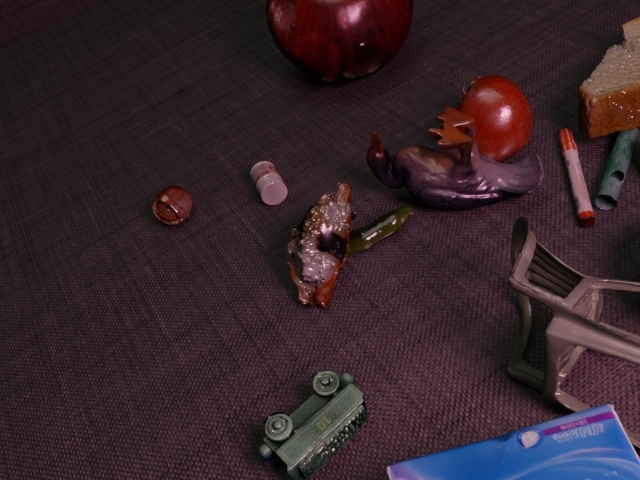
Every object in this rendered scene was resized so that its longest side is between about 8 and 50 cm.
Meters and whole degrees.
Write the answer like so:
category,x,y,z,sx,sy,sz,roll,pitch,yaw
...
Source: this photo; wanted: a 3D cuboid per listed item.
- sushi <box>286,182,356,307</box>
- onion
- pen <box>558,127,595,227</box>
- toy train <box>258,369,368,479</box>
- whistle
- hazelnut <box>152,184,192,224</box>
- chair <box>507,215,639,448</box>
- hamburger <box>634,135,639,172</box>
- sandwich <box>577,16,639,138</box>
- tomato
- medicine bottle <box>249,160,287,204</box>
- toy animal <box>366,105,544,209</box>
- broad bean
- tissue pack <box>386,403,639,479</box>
category,x,y,z,sx,sy,sz,roll,pitch,yaw
sushi,-0.001,-0.002,1.143,0.097,0.103,0.225,13,70,13
onion,0.047,-0.514,1.548,0.342,0.341,0.341,-11,43,11
pen,0.443,-0.114,1.170,0.028,0.028,0.239,-7,45,15
toy train,-0.004,0.259,0.945,0.172,0.070,0.099,-39,52,-19
whistle,0.507,-0.126,1.150,0.039,0.039,0.186,11,51,30
hazelnut,-0.306,-0.072,1.400,0.087,0.086,0.086,-11,43,11
chair,0.336,0.104,0.871,0.275,0.203,0.190,22,53,31
hamburger,0.556,-0.138,1.107,0.054,0.084,0.121,-17,41,8
sandwich,0.577,-0.306,1.230,0.289,0.099,0.254,-16,42,2
tomato,0.317,-0.222,1.248,0.167,0.167,0.167,-11,43,11
medicine bottle,-0.106,-0.118,1.375,0.057,0.057,0.089,-26,43,-4
toy animal,0.228,-0.130,1.172,0.299,0.185,0.122,14,48,1
broad bean,0.059,-0.006,1.206,0.227,0.039,0.069,-16,46,10
tissue pack,0.226,0.316,0.733,0.264,0.146,0.198,-17,43,5
